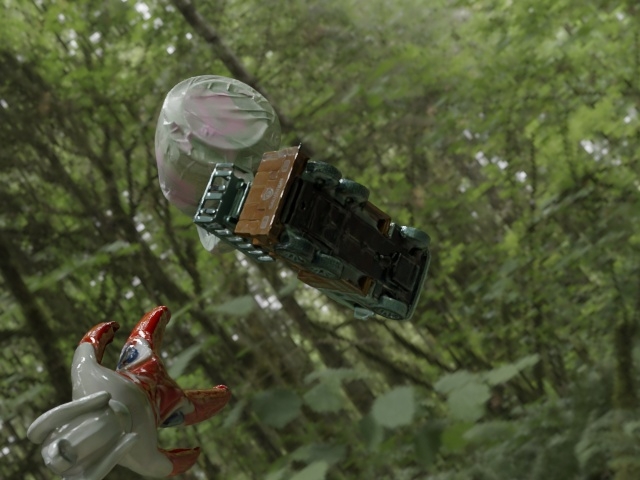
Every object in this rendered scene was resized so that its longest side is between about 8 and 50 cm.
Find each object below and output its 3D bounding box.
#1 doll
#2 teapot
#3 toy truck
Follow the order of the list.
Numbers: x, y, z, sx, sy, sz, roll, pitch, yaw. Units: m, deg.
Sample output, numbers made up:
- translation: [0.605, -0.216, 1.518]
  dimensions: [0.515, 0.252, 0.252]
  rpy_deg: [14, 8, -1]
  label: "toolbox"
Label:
- translation: [-0.199, 0.174, 1.133]
  dimensions: [0.099, 0.188, 0.384]
  rpy_deg: [-37, -2, 10]
  label: "doll"
- translation: [-0.133, -0.099, 1.459]
  dimensions: [0.163, 0.221, 0.178]
  rpy_deg: [-33, -16, -34]
  label: "teapot"
- translation: [0.000, 0.001, 0.863]
  dimensions: [0.177, 0.115, 0.080]
  rpy_deg: [34, -112, -38]
  label: "toy truck"
